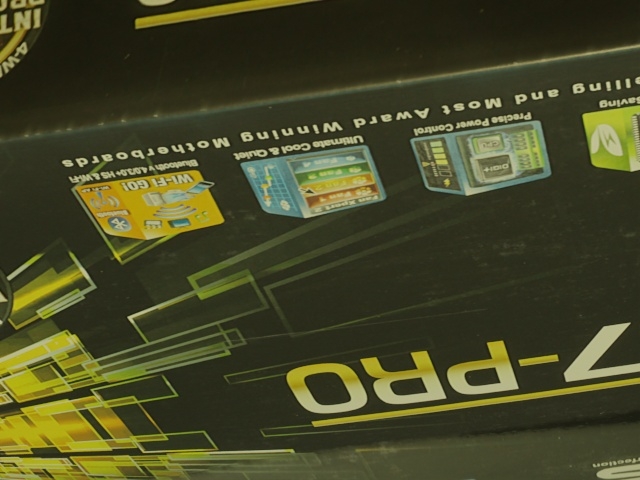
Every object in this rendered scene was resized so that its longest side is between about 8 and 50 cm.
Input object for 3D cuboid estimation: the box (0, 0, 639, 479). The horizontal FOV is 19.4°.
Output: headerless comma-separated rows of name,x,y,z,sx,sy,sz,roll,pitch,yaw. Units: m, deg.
box,0.000,0.000,0.611,0.395,0.097,0.318,-8,153,9
